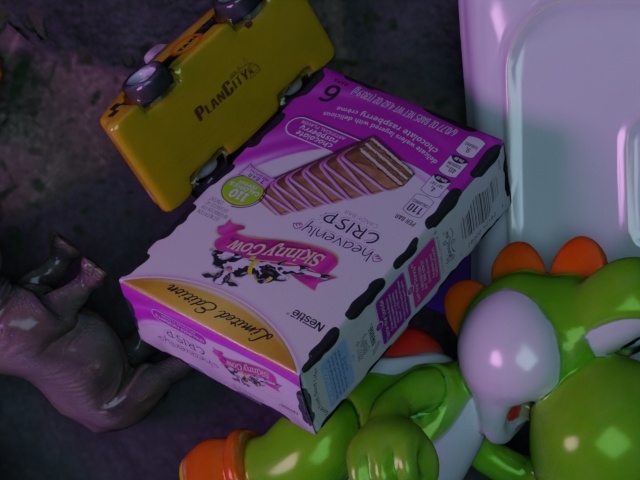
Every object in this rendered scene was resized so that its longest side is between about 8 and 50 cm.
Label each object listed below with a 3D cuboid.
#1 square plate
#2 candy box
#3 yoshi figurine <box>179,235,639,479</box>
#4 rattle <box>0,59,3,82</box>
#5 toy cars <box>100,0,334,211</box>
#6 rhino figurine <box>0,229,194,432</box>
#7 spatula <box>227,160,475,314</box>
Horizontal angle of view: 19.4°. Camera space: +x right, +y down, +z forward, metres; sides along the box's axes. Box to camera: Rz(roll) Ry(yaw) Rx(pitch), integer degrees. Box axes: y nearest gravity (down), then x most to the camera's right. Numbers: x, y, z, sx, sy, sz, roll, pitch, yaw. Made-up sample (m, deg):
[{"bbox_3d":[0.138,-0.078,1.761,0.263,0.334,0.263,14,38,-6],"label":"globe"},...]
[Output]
[{"bbox_3d":[0.266,-0.042,1.296,0.347,0.049,0.344,0,99,17],"label":"square plate"},{"bbox_3d":[0.000,0.000,1.274,0.159,0.071,0.233,25,59,29],"label":"candy box"},{"bbox_3d":[0.099,0.151,1.265,0.362,0.203,0.203,-30,105,17],"label":"yoshi figurine"},{"bbox_3d":[-0.272,-0.014,1.377,0.130,0.143,0.199,-14,109,31],"label":"rattle"},{"bbox_3d":[-0.068,-0.213,1.341,0.176,0.087,0.393,10,90,-38],"label":"toy cars"},{"bbox_3d":[-0.197,0.053,1.322,0.243,0.073,0.106,36,88,-30],"label":"rhino figurine"},{"bbox_3d":[0.022,-0.011,1.379,0.296,0.030,0.084,18,91,-1],"label":"spatula"}]
